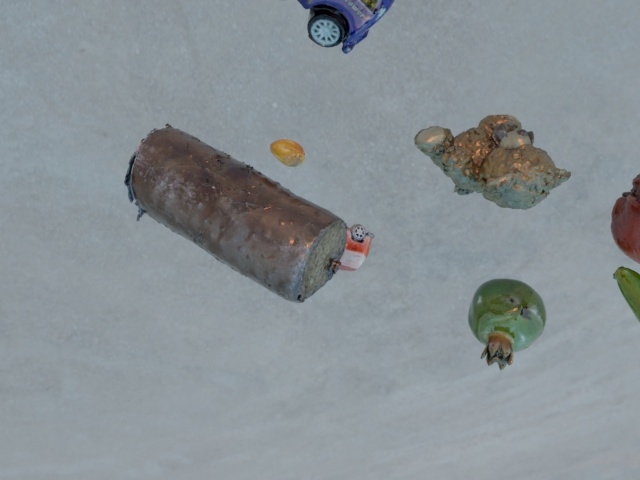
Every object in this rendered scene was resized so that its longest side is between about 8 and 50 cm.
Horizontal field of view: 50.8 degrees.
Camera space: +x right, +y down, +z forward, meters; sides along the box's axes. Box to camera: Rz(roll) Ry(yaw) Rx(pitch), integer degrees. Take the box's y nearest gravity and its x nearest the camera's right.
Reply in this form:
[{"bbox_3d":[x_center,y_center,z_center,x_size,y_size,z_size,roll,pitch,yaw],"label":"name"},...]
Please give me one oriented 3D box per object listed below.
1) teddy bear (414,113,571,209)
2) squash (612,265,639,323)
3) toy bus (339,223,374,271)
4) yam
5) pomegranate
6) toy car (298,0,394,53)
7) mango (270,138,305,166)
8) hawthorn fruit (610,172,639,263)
[{"bbox_3d":[0.342,-0.147,1.309,0.267,0.256,0.156,-13,112,-25],"label":"teddy bear"},{"bbox_3d":[0.613,0.130,1.248,0.066,0.201,0.066,-19,146,-13],"label":"squash"},{"bbox_3d":[0.000,0.000,1.085,0.174,0.077,0.079,18,167,-24],"label":"toy bus"},{"bbox_3d":[-0.103,-0.031,0.808,0.131,0.279,0.131,-43,150,-33],"label":"yam"},{"bbox_3d":[0.432,0.199,1.584,0.187,0.225,0.187,16,138,15],"label":"pomegranate"},{"bbox_3d":[0.023,-0.443,1.084,0.235,0.172,0.158,38,138,-26],"label":"toy car"},{"bbox_3d":[-0.077,-0.203,1.545,0.089,0.060,0.046,23,169,14],"label":"mango"},{"bbox_3d":[0.711,-0.009,1.318,0.211,0.299,0.211,-37,172,-6],"label":"hawthorn fruit"}]
